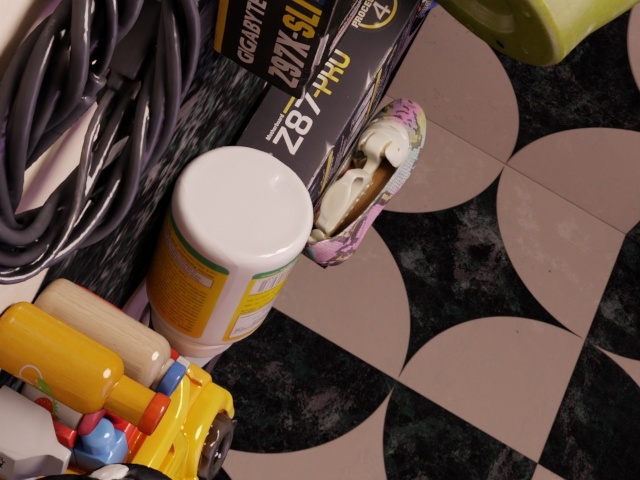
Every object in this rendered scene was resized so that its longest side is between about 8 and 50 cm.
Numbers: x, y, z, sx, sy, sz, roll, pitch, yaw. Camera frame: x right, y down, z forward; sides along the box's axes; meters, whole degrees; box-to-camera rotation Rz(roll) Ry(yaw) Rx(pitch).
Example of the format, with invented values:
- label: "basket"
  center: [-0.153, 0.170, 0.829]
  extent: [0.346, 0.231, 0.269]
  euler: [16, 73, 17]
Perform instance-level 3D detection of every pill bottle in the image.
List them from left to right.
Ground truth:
- label: "pill bottle"
  center: [-0.089, 0.021, 0.948]
  extent: [0.117, 0.118, 0.208]
  euler: [-59, 178, -36]

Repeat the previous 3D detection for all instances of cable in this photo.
- label: "cable"
  center: [-0.092, -0.061, 0.461]
  extent: [0.184, 0.047, 0.150]
  euler: [-59, 179, -7]

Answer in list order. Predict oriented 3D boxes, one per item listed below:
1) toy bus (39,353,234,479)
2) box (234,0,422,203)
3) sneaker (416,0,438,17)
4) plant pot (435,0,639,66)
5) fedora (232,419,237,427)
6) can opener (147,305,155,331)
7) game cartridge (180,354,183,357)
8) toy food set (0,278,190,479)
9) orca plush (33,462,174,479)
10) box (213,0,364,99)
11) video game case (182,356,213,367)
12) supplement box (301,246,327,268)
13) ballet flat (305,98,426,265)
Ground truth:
- label: "toy bus"
  center: [-0.170, 0.156, 0.905]
  extent: [0.211, 0.150, 0.220]
  euler: [95, 19, -49]
- label: "box"
  center: [-0.019, -0.109, 1.235]
  extent: [0.318, 0.097, 0.395]
  euler: [-61, 180, -10]
- label: "sneaker"
  center: [0.137, -0.367, 1.558]
  extent: [0.083, 0.087, 0.221]
  euler: [-59, 179, 35]
- label: "plant pot"
  center: [0.251, -0.367, 1.025]
  extent: [0.353, 0.366, 0.366]
  euler: [-48, 179, -2]
- label: "fedora"
  center: [-0.250, 0.322, 1.500]
  extent: [0.275, 0.124, 0.243]
  euler: [-50, 173, -23]
- label: "can opener"
  center: [-0.172, 0.113, 1.160]
  extent: [0.186, 0.059, 0.073]
  euler: [-60, 179, 22]
- label: "game cartridge"
  center: [-0.122, 0.034, 1.571]
  extent: [0.294, 0.060, 0.196]
  euler: [-60, -177, 29]
- label: "toy food set"
  center: [-0.151, 0.106, 0.703]
  extent: [0.111, 0.105, 0.232]
  euler: [-59, 179, -39]
- label: "orca plush"
  center: [-0.219, 0.208, 0.638]
  extent: [0.287, 0.102, 0.151]
  euler: [-39, 136, -13]
- label: "box"
  center: [0.054, -0.273, 0.645]
  extent: [0.322, 0.079, 0.257]
  euler: [-59, -179, -18]
- label: "video game case"
  center: [-0.170, 0.160, 1.311]
  extent: [0.227, 0.026, 0.206]
  euler: [-41, 179, 13]
- label: "supplement box"
  center: [0.000, 0.000, 1.366]
  extent: [0.043, 0.055, 0.083]
  euler: [-57, 180, -11]
- label: "ballet flat"
  center: [0.050, -0.073, 1.225]
  extent: [0.221, 0.077, 0.079]
  euler: [-58, 159, -6]
